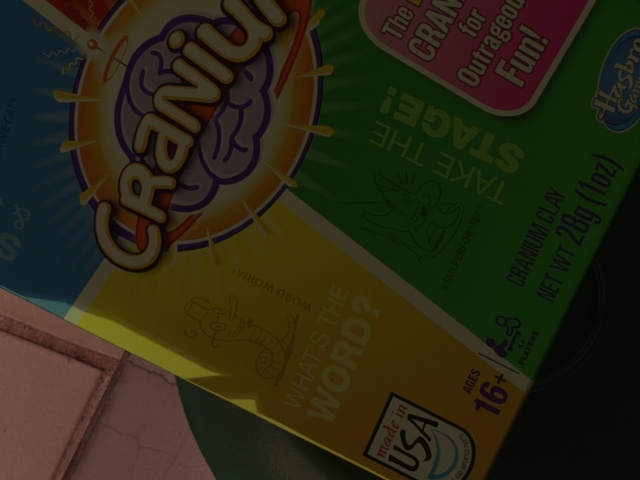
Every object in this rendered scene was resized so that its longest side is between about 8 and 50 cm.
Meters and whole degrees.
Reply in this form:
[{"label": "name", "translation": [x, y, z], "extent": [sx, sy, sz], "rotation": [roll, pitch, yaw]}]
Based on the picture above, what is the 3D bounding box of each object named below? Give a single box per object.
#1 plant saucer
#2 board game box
[{"label": "plant saucer", "translation": [0.085, 0.031, 0.834], "extent": [0.317, 0.317, 0.044], "rotation": [26, 157, 8]}, {"label": "board game box", "translation": [-0.030, -0.057, 0.721], "extent": [0.316, 0.242, 0.064], "rotation": [25, -154, 8]}]
